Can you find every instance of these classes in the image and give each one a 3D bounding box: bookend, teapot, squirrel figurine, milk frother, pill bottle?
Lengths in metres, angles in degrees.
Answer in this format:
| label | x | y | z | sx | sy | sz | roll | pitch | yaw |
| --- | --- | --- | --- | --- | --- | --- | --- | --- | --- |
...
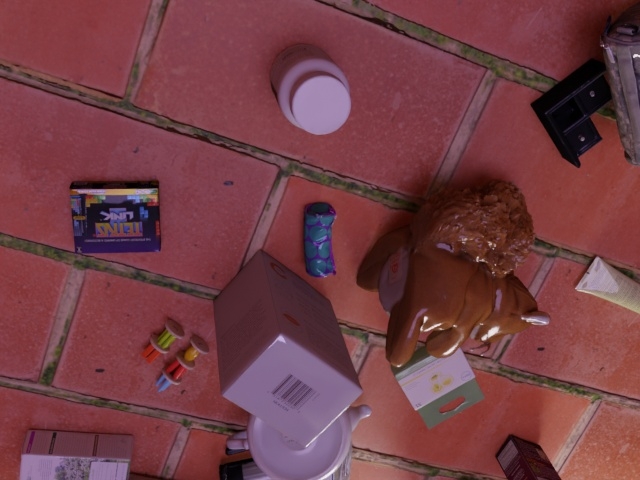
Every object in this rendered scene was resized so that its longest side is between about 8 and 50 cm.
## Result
| label | x | y | z | sx | sy | sz | roll | pitch | yaw |
| --- | --- | --- | --- | --- | --- | --- | --- | --- | --- |
| bookend | 0.551 | -0.264 | 1.555 | 0.156 | 0.072 | 0.157 | -37 | 116 | 7 |
| teapot | -0.050 | 0.433 | 1.711 | 0.256 | 0.187 | 0.253 | 32 | 86 | 4 |
| squirrel figurine | 0.327 | 0.073 | 1.566 | 0.370 | 0.281 | 0.397 | 15 | 114 | -24 |
| milk frother | -0.172 | 0.558 | 1.760 | 0.134 | 0.143 | 0.129 | -12 | 109 | -3 |
| pill bottle | -0.016 | -0.273 | 1.354 | 0.131 | 0.229 | 0.131 | -4 | 115 | -9 |

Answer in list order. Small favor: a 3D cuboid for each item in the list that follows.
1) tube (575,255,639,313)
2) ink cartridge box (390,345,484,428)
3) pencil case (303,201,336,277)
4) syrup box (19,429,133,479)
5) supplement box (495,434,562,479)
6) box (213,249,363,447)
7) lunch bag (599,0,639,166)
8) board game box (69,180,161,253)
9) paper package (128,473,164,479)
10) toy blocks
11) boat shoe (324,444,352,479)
| label | x | y | z | sx | sy | sz | roll | pitch | yaw |
| --- | --- | --- | --- | --- | --- | --- | --- | --- | --- |
| tube | 0.729 | 0.122 | 1.782 | 0.240 | 0.062 | 0.070 | 24 | 65 | -15 |
| ink cartridge box | 0.294 | 0.356 | 1.806 | 0.171 | 0.056 | 0.235 | -29 | 114 | 3 |
| pencil case | 0.000 | 0.000 | 1.576 | 0.070 | 0.064 | 0.152 | 6 | 116 | 14 |
| syrup box | -0.551 | 0.498 | 1.685 | 0.236 | 0.096 | 0.093 | 7 | 111 | -14 |
| supplement box | 0.535 | 0.594 | 1.886 | 0.104 | 0.188 | 0.081 | 23 | 109 | -20 |
| box | -0.078 | 0.206 | 1.500 | 0.215 | 0.345 | 0.168 | 38 | 103 | -23 |
| lunch bag | 0.670 | -0.318 | 1.437 | 0.256 | 0.212 | 0.305 | -38 | 121 | -25 |
| board game box | -0.407 | -0.046 | 1.487 | 0.170 | 0.048 | 0.141 | -2 | 114 | -10 |
| paper package | -0.322 | 0.722 | 1.715 | 0.324 | 0.309 | 0.168 | 17 | 110 | -17 |
| toy blocks | -0.338 | 0.260 | 1.639 | 0.123 | 0.054 | 0.148 | 38 | 103 | -24 |
| boat shoe | 0.035 | 0.622 | 1.852 | 0.094 | 0.109 | 0.303 | -4 | 113 | -11 |
